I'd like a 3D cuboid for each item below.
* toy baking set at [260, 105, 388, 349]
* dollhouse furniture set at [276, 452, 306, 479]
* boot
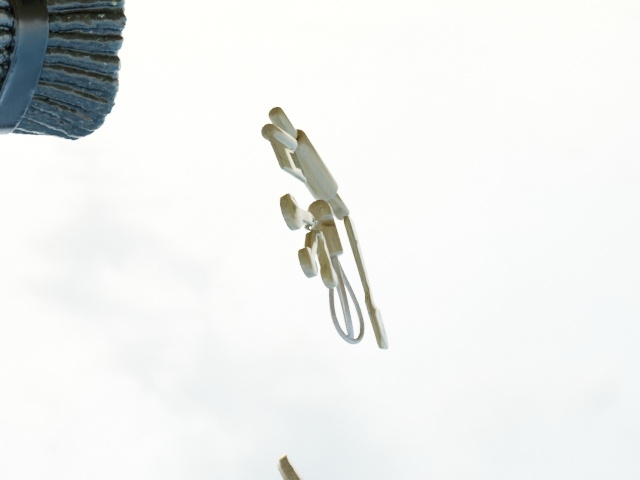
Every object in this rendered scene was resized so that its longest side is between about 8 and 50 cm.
[{"bbox_3d":[-0.001,-0.006,1.731,0.030,0.256,0.197,-19,-133,17],"label":"toy baking set"},{"bbox_3d":[-0.152,0.408,1.886,0.362,0.256,0.394,-32,-157,1],"label":"dollhouse furniture set"},{"bbox_3d":[-0.267,-0.199,1.399,0.260,0.348,0.131,-7,-118,-28],"label":"boot"}]
